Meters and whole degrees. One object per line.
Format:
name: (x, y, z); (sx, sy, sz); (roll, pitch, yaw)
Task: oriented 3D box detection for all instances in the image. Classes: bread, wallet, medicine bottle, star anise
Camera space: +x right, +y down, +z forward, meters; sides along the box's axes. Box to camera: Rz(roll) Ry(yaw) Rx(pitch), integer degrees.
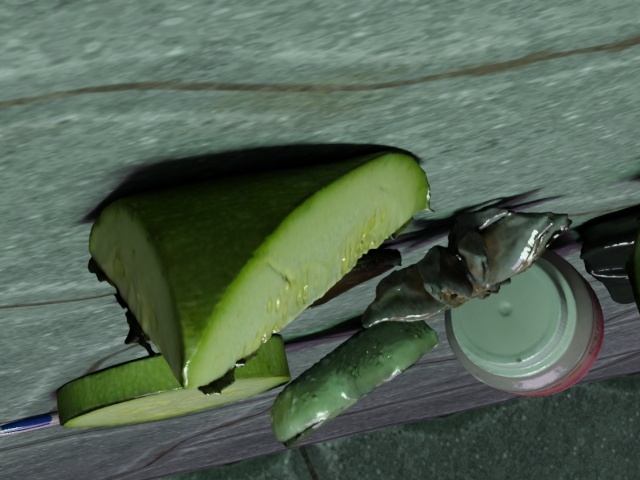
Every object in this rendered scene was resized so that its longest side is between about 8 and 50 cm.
bread: (0.041, 0.137, 2.071); (0.232, 0.064, 0.172); (-35, 180, 27)
wallet: (-0.048, 0.039, 1.580); (0.232, 0.031, 0.122); (-8, 164, -46)
wallet: (0.363, 0.001, 1.918); (0.197, 0.051, 0.377); (-17, 168, 10)
medicine bottle: (0.191, 0.075, 1.805); (0.147, 0.147, 0.247); (-17, 171, 11)
star anise: (0.115, 0.022, 1.596); (0.195, 0.065, 0.182); (-28, 171, -16)

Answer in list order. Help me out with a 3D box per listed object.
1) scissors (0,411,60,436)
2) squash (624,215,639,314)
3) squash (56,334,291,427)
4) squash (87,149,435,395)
scissors: (-0.317, 0.207, 2.175); (0.113, 0.012, 0.039); (-12, 170, -17)
squash: (0.458, 0.003, 1.526); (0.310, 0.310, 0.309); (-6, 153, -41)
squash: (-0.160, 0.153, 2.028); (0.252, 0.049, 0.252); (-12, 171, -2)
squash: (0.000, 0.000, 1.194); (0.252, 0.093, 0.169); (-9, -146, -24)
